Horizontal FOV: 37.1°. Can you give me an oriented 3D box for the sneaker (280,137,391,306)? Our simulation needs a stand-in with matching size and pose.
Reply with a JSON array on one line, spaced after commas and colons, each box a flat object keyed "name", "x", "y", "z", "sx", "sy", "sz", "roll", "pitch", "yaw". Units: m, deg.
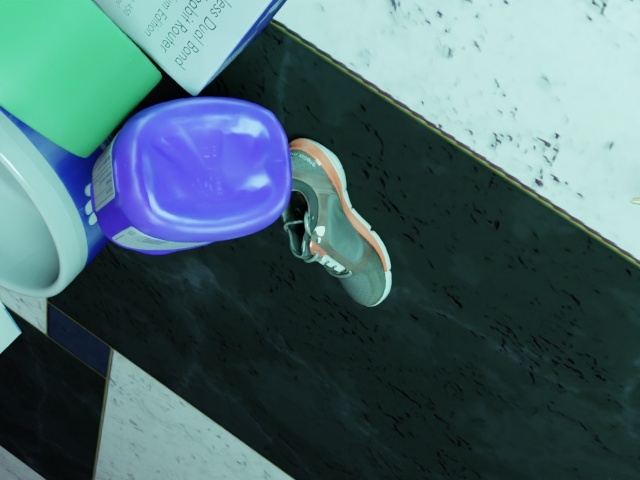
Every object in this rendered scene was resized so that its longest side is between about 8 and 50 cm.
[{"name": "sneaker", "x": 0.000, "y": 0.000, "z": 0.732, "sx": 0.061, "sy": 0.065, "sz": 0.158, "roll": 1, "pitch": 132, "yaw": 42}]

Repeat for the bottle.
[{"name": "bottle", "x": -0.111, "y": -0.039, "z": 0.716, "sx": 0.283, "sy": 0.118, "sz": 0.092, "roll": 170, "pitch": 94, "yaw": -71}]

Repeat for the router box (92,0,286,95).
[{"name": "router box", "x": -0.091, "y": -0.272, "z": 0.479, "sx": 0.301, "sy": 0.082, "sz": 0.335, "roll": 43, "pitch": 146, "yaw": -7}]

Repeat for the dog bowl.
[{"name": "dog bowl", "x": -0.310, "y": -0.075, "z": 0.901, "sx": 0.264, "sy": 0.104, "sz": 0.265, "roll": 25, "pitch": 144, "yaw": 20}]

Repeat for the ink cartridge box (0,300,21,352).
[{"name": "ink cartridge box", "x": -0.510, "y": 0.112, "z": 1.324, "sx": 0.143, "sy": 0.090, "sz": 0.092, "roll": 10, "pitch": 138, "yaw": 35}]

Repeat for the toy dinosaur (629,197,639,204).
[{"name": "toy dinosaur", "x": 0.281, "y": -0.014, "z": 0.472, "sx": 0.211, "sy": 0.064, "sz": 0.112, "roll": -25, "pitch": 94, "yaw": 44}]

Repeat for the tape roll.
[{"name": "tape roll", "x": -0.240, "y": -0.187, "z": 0.584, "sx": 0.321, "sy": 0.077, "sz": 0.321, "roll": 43, "pitch": 180, "yaw": 0}]
